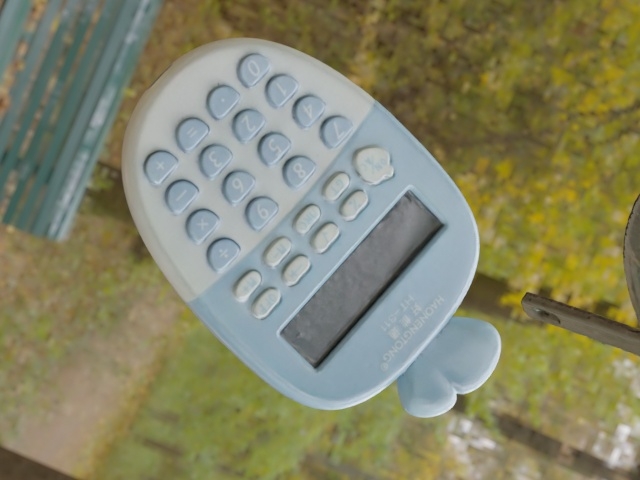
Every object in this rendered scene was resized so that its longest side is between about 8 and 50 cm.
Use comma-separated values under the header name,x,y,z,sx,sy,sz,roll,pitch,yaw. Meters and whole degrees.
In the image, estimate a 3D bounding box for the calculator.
name,x,y,z,sx,sy,sz,roll,pitch,yaw
calculator,0.000,0.000,1.025,0.188,0.302,0.042,-48,-162,-13

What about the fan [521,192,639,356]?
name,x,y,z,sx,sy,sz,roll,pitch,yaw
fan,0.192,0.076,0.645,0.012,0.223,0.294,-36,172,-16
